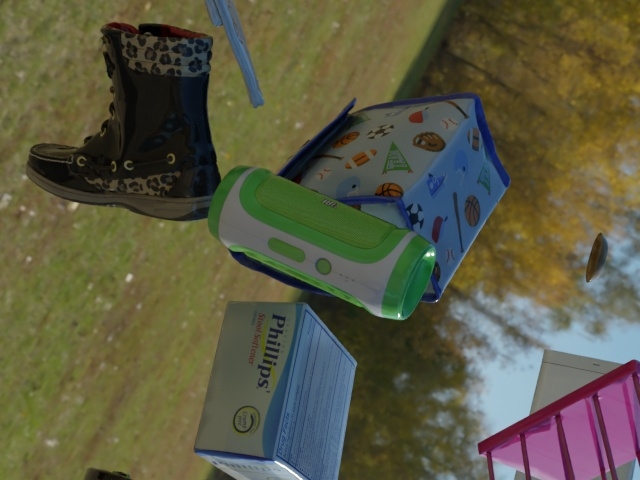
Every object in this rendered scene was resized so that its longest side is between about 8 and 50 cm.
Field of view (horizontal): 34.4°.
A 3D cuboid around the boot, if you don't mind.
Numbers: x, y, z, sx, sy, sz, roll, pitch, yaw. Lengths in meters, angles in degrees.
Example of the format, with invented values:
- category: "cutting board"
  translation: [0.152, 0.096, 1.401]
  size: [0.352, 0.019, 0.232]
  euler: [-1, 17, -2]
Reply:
- category: "boot"
  translation: [-0.309, -0.195, 1.613]
  size: [0.138, 0.377, 0.284]
  euler: [-24, 122, -52]

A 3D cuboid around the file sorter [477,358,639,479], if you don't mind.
- category: "file sorter"
  translation: [0.402, 0.335, 1.441]
  size: [0.290, 0.202, 0.182]
  euler: [-39, -141, 36]

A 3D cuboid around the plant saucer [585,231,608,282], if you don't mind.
- category: "plant saucer"
  translation: [0.441, 0.029, 1.642]
  size: [0.083, 0.015, 0.083]
  euler: [15, 90, -85]

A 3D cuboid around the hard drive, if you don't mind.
- category: "hard drive"
  translation: [0.555, 0.417, 2.198]
  size: [0.047, 0.233, 0.353]
  euler: [68, 37, -57]

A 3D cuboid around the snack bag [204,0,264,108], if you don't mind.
- category: "snack bag"
  translation: [-0.174, -0.416, 1.580]
  size: [0.342, 0.037, 0.323]
  euler: [68, 3, -48]

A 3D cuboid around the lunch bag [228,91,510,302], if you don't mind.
- category: "lunch bag"
  translation: [0.063, -0.079, 1.723]
  size: [0.328, 0.385, 0.239]
  euler: [-49, 126, -40]

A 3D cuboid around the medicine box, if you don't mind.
- category: "medicine box"
  translation: [-0.066, 0.276, 1.754]
  size: [0.289, 0.149, 0.263]
  euler: [53, 43, -56]

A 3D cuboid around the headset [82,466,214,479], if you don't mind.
- category: "headset"
  translation: [-0.073, 0.309, 1.117]
  size: [0.243, 0.394, 0.185]
  euler: [-1, -119, 49]

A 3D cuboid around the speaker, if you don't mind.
- category: "speaker"
  translation: [0.000, 0.000, 1.396]
  size: [0.131, 0.296, 0.131]
  euler: [-53, 157, -34]
